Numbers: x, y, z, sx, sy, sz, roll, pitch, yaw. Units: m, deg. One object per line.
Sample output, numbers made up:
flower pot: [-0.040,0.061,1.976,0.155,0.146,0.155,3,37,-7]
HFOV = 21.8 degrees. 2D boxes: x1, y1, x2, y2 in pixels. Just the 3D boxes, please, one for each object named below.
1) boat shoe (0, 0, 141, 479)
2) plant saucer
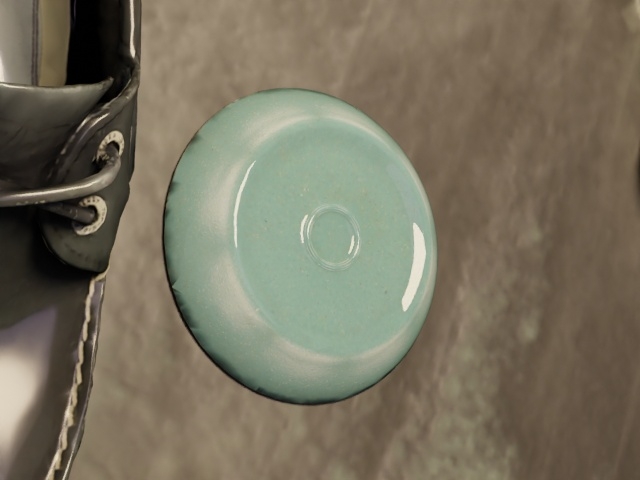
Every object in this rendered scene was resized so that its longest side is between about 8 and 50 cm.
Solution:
boat shoe: [-0.109,-0.052,0.498,0.127,0.113,0.340,9,78,-31]
plant saucer: [0.000,0.000,0.613,0.119,0.021,0.119,6,79,-32]
